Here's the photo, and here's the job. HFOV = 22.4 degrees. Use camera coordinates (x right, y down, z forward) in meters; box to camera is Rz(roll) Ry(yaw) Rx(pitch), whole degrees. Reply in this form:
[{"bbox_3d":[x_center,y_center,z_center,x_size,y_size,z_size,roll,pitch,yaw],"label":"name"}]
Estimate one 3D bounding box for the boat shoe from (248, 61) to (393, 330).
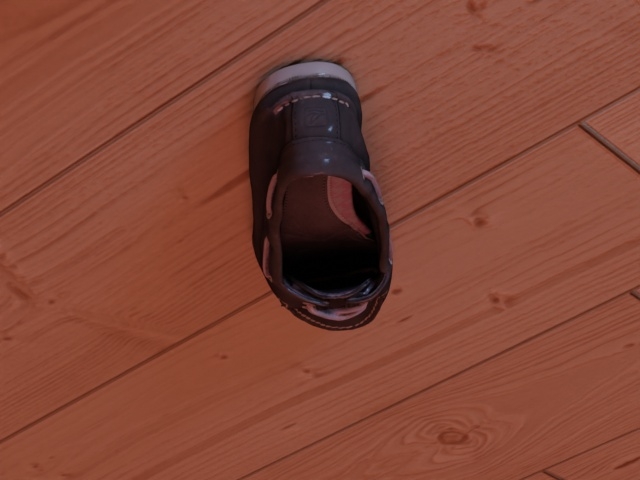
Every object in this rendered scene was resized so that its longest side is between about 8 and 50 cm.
[{"bbox_3d":[0.000,0.000,1.261,0.112,0.095,0.335,-8,146,1],"label":"boat shoe"}]
